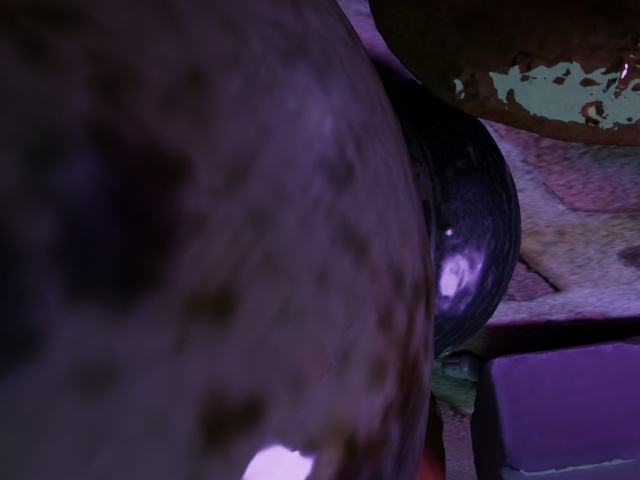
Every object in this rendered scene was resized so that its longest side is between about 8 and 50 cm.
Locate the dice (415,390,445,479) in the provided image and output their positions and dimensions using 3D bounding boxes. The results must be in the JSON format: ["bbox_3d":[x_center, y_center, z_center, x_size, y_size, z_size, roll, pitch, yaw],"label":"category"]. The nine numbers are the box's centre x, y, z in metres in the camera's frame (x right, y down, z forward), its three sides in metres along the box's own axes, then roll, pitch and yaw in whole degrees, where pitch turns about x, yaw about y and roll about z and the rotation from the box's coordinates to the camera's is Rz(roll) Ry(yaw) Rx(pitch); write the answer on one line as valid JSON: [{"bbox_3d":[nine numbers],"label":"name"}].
[{"bbox_3d":[-0.004,0.187,1.546,0.174,0.179,0.175,-9,161,21],"label":"dice"}]

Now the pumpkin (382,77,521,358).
[{"bbox_3d":[0.000,-0.001,0.909,0.190,0.146,0.190,-3,-173,0],"label":"pumpkin"}]

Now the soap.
[{"bbox_3d":[0.269,0.146,1.538,0.296,0.107,0.285,-8,165,-2],"label":"soap"}]

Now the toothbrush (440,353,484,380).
[{"bbox_3d":[0.153,0.127,1.652,0.025,0.020,0.286,0,166,22],"label":"toothbrush"}]

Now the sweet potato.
[{"bbox_3d":[0.186,-0.074,0.791,0.342,0.092,0.114,5,-172,-28],"label":"sweet potato"}]

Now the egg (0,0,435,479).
[{"bbox_3d":[-0.169,0.023,0.598,0.428,0.345,0.345,1,171,41],"label":"egg"}]
